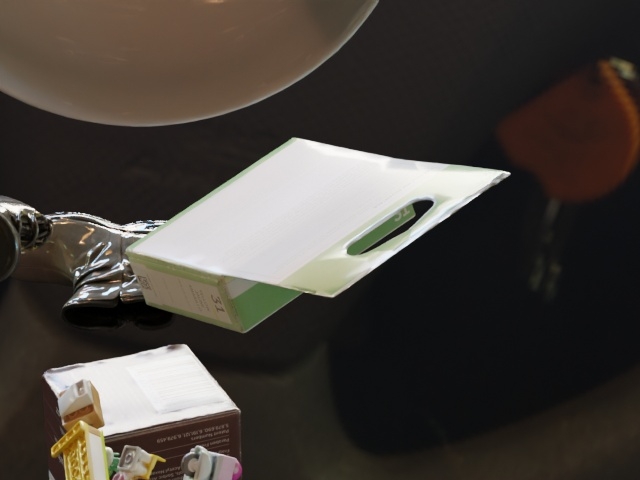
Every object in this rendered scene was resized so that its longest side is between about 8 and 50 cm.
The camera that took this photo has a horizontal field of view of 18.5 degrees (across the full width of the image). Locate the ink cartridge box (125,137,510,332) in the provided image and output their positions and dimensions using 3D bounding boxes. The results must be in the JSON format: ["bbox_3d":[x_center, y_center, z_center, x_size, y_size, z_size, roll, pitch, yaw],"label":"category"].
[{"bbox_3d":[0.000,0.000,1.339,0.171,0.056,0.235,-35,29,-30],"label":"ink cartridge box"}]

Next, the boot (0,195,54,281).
[{"bbox_3d":[-0.328,-0.017,1.844,0.263,0.091,0.229,16,6,30],"label":"boot"}]

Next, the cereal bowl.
[{"bbox_3d":[-0.114,-0.248,1.254,0.339,0.339,0.141,6,29,-14],"label":"cereal bowl"}]

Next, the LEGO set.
[{"bbox_3d":[-0.163,0.229,1.810,0.107,0.132,0.287,29,-6,-33],"label":"LEGO set"}]

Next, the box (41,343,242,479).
[{"bbox_3d":[-0.186,0.244,2.065,0.167,0.203,0.168,-10,26,-22],"label":"box"}]

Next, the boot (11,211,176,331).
[{"bbox_3d":[-0.269,0.041,2.245,0.247,0.083,0.161,-2,31,15],"label":"boot"}]
